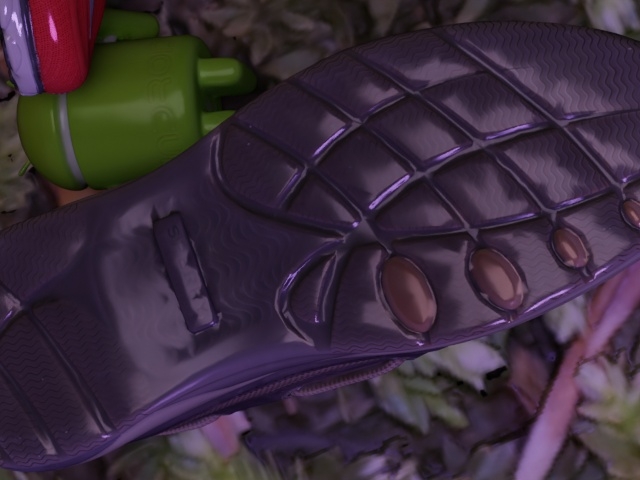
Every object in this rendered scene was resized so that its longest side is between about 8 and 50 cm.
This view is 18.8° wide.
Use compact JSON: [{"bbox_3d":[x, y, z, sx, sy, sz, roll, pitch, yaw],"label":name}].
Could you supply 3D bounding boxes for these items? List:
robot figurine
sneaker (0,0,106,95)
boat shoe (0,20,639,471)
[{"bbox_3d":[-0.087,-0.058,0.889,0.115,0.067,0.101,-6,87,9],"label":"robot figurine"},{"bbox_3d":[-0.075,-0.193,0.854,0.118,0.107,0.279,13,78,1],"label":"sneaker"},{"bbox_3d":[0.000,0.000,0.846,0.355,0.130,0.132,-17,83,14],"label":"boat shoe"}]
